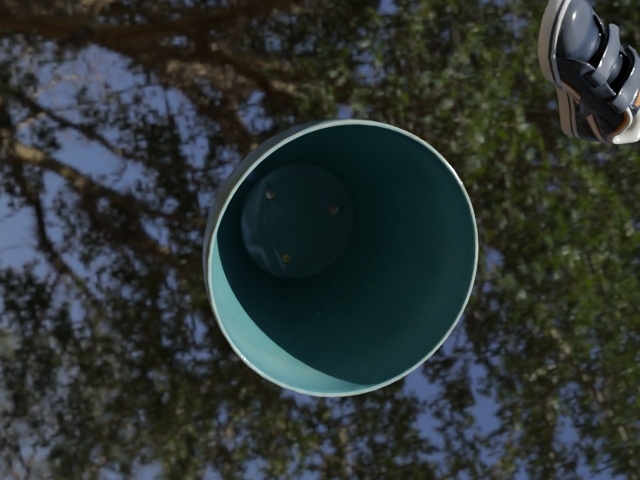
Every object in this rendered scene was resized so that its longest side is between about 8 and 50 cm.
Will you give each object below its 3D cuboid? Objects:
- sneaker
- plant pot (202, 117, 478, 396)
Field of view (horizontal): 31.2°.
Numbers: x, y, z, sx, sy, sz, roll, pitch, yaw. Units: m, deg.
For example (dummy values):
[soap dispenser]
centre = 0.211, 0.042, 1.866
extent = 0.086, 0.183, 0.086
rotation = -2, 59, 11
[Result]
[sneaker]
centre = 0.406, -0.248, 1.668
extent = 0.127, 0.321, 0.126
rotation = 18, -106, 28
[plant pot]
centre = 0.000, 0.000, 1.253
extent = 0.195, 0.290, 0.290
rotation = -140, -134, -68
